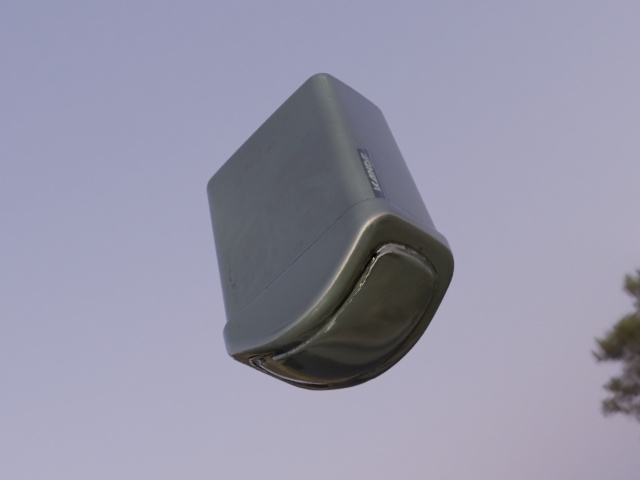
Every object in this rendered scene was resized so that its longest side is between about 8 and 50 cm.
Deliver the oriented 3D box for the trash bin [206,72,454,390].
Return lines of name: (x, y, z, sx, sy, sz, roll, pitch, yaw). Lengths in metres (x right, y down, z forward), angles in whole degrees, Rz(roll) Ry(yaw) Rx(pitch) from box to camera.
trash bin: (0.000, 0.000, 0.920, 0.101, 0.236, 0.177, 27, -59, -34)
